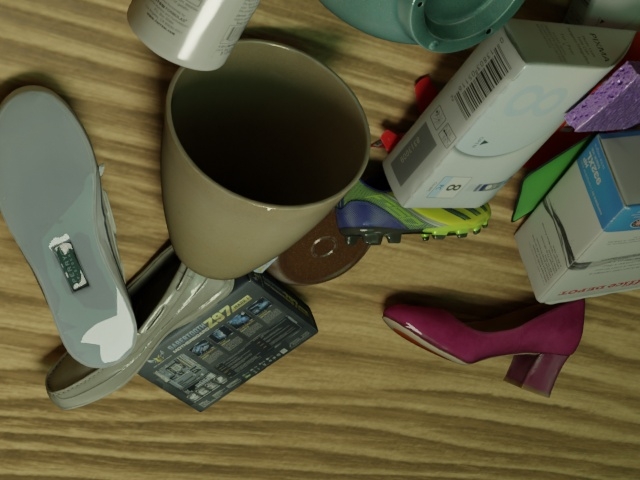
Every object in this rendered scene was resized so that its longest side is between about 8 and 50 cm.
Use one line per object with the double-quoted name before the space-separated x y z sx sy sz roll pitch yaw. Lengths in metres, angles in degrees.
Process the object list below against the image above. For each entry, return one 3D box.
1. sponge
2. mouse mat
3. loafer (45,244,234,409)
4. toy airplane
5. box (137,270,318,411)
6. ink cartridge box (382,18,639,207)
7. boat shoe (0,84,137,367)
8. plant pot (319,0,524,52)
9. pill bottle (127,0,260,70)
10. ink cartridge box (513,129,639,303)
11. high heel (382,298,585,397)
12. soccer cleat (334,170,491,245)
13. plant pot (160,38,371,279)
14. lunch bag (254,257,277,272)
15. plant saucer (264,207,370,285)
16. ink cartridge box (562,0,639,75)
"sponge" 0.422 -0.197 2.055 0.117 0.031 0.210 -44 161 29
"mouse mat" 0.351 -0.097 2.231 0.153 0.007 0.189 -32 163 -10
"loafer" -0.266 0.108 2.092 0.319 0.112 0.111 -42 132 2
"toy airplane" 0.138 -0.159 2.102 0.151 0.028 0.151 -16 138 -15
"box" -0.147 0.140 2.207 0.233 0.059 0.183 -36 138 14
"ink cartridge box" 0.321 -0.163 2.089 0.385 0.091 0.308 1 144 -35
"boat shoe" -0.318 -0.029 1.909 0.136 0.156 0.367 -20 109 -3
"plant pot" 0.129 -0.343 1.758 0.293 0.196 0.293 -23 143 -18
"pill bottle" -0.117 -0.320 1.726 0.131 0.131 0.229 11 125 -36
"ink cartridge box" 0.459 -0.038 2.254 0.223 0.129 0.307 -8 155 -22
"high heel" 0.265 0.118 2.421 0.377 0.127 0.181 23 89 -37
"soccer cleat" 0.140 -0.059 2.158 0.289 0.093 0.121 -5 90 -41
"plant pot" -0.099 -0.071 1.924 0.257 0.256 0.274 -7 150 -23
"lunch bag" -0.108 -0.002 2.087 0.083 0.071 0.053 21 131 -37
"plant saucer" 0.000 0.000 2.179 0.199 0.036 0.198 -15 137 -14
"ink cartridge box" 0.452 -0.320 2.099 0.232 0.066 0.189 -1 132 -23
